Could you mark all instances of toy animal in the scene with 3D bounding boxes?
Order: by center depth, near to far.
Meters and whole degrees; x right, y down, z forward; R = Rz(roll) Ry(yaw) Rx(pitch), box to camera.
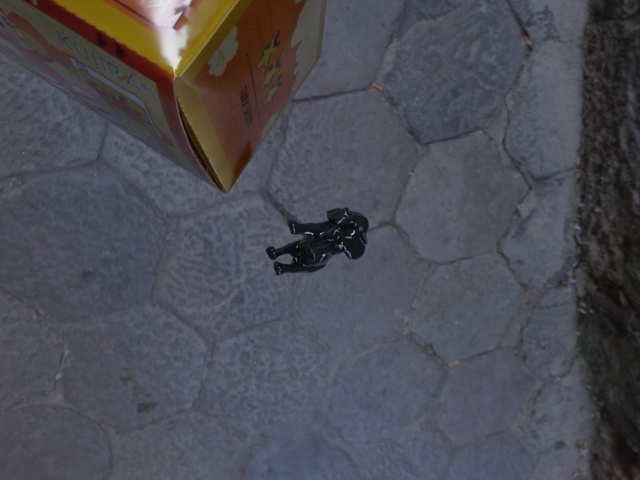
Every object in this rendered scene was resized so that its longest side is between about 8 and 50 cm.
[{"bbox_3d":[0.000,-0.006,1.069,0.146,0.245,0.114,-3,77,-40],"label":"toy animal"}]

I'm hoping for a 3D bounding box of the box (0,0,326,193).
[{"bbox_3d":[-0.160,-0.220,0.471,0.283,0.259,0.214,33,78,4],"label":"box"}]
